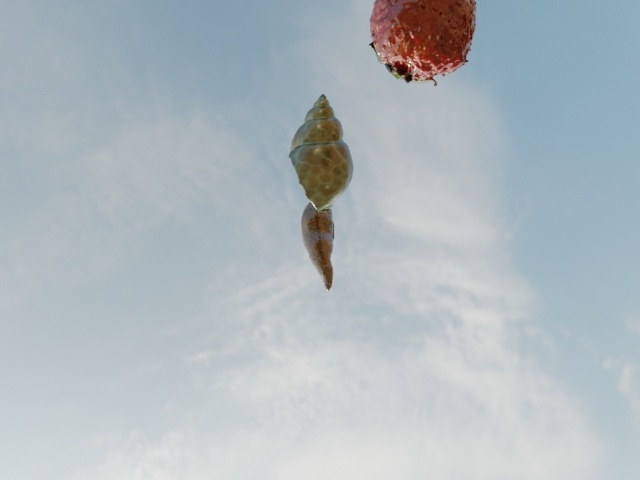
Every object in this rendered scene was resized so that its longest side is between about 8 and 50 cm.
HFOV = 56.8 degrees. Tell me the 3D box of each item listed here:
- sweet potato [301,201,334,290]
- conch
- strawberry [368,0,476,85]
[{"bbox_3d":[-0.004,0.002,1.093,0.068,0.068,0.226,21,-131,-32],"label":"sweet potato"},{"bbox_3d":[0.004,-0.132,0.982,0.106,0.173,0.116,-31,-48,29],"label":"conch"},{"bbox_3d":[0.143,-0.293,0.766,0.146,0.082,0.187,24,-86,-5],"label":"strawberry"}]
